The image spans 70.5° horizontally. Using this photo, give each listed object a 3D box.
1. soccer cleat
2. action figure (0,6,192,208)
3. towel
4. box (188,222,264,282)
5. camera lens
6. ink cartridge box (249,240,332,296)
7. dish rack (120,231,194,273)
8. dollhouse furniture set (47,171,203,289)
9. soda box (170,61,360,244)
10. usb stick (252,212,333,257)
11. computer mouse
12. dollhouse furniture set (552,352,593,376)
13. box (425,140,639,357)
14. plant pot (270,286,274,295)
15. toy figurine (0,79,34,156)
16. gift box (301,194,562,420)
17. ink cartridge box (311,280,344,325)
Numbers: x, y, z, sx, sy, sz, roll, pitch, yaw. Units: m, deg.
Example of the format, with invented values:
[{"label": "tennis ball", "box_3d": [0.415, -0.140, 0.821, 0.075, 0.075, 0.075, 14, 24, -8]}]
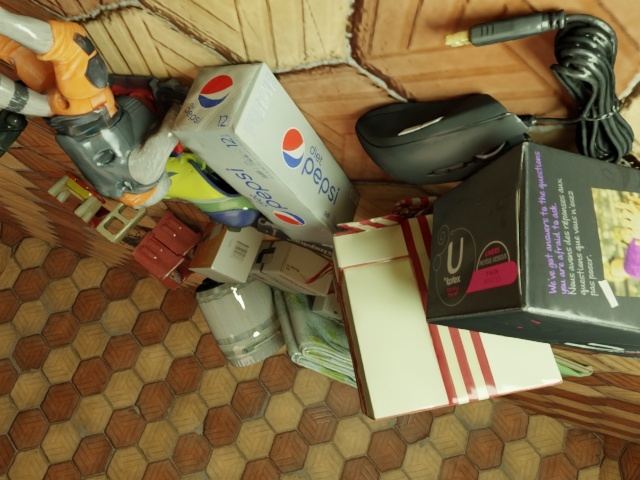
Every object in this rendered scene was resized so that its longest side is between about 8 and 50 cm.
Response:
[{"label": "soccer cleat", "box_3d": [-0.230, -0.115, 0.769, 0.289, 0.093, 0.121, 23, 133, 5]}, {"label": "action figure", "box_3d": [-0.317, -0.155, 0.560, 0.341, 0.179, 0.330, 8, 150, 32]}, {"label": "towel", "box_3d": [0.020, 0.264, 1.342, 0.320, 0.090, 0.374, 33, -164, -29]}, {"label": "box", "box_3d": [-0.229, 0.027, 1.089, 0.091, 0.130, 0.170, 28, 161, -29]}, {"label": "camera lens", "box_3d": [-0.242, 0.219, 1.396, 0.219, 0.219, 0.274, -9, 107, 58]}, {"label": "ink cartridge box", "box_3d": [-0.085, 0.069, 1.132, 0.153, 0.087, 0.208, 32, 160, -33]}, {"label": "dish rack", "box_3d": [-0.567, 0.033, 1.598, 0.208, 0.074, 0.271, 10, 159, 26]}, {"label": "dollhouse furniture set", "box_3d": [-0.498, -0.042, 1.221, 0.374, 0.152, 0.201, 38, 163, 0]}, {"label": "soda box", "box_3d": [-0.050, -0.092, 0.583, 0.098, 0.091, 0.286, 8, 160, 31]}, {"label": "usb stick", "box_3d": [0.000, 0.000, 0.893, 0.278, 0.045, 0.077, 20, 164, 0]}, {"label": "computer mouse", "box_3d": [0.122, -0.104, 0.406, 0.262, 0.060, 0.184, 7, 160, 36]}, {"label": "dollhouse furniture set", "box_3d": [0.549, 0.371, 1.249, 0.301, 0.151, 0.197, 22, 163, -7]}, {"label": "box", "box_3d": [0.262, 0.028, 0.437, 0.270, 0.143, 0.165, 11, 164, -10]}, {"label": "plant pot", "box_3d": [-0.222, 0.234, 1.627, 0.284, 0.191, 0.284, 19, 164, 6]}, {"label": "toy figurine", "box_3d": [-0.529, -0.227, 0.631, 0.213, 0.148, 0.209, 20, 158, 8]}, {"label": "gift box", "box_3d": [0.123, 0.092, 0.621, 0.276, 0.258, 0.255, -8, 161, -7]}, {"label": "ink cartridge box", "box_3d": [0.053, 0.180, 1.300, 0.135, 0.099, 0.056, 28, 156, -29]}]
